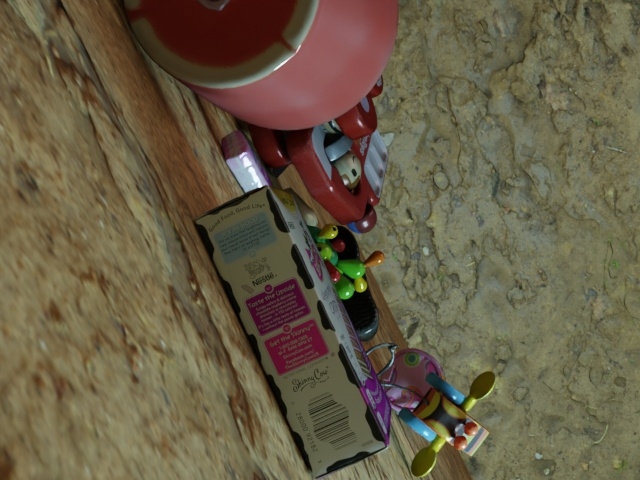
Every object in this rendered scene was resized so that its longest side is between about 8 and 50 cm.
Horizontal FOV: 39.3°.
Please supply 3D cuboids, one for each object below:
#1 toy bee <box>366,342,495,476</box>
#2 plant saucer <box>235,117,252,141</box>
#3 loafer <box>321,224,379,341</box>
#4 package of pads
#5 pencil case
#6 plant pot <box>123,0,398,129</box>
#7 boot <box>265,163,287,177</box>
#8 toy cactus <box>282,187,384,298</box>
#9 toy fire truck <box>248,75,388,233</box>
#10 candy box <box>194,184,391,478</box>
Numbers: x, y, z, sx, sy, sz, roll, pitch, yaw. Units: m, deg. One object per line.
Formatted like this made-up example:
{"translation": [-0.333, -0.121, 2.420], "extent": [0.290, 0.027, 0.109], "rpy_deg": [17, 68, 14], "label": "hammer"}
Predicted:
{"translation": [0.192, 0.291, 1.417], "extent": [0.298, 0.195, 0.162], "rpy_deg": [12, 16, -41], "label": "toy bee"}
{"translation": [-0.133, -0.250, 1.412], "extent": [0.199, 0.037, 0.200], "rpy_deg": [64, 4, -8], "label": "plant saucer"}
{"translation": [0.036, 0.073, 1.426], "extent": [0.078, 0.080, 0.220], "rpy_deg": [75, 0, -54], "label": "loafer"}
{"translation": [-0.087, -0.085, 1.071], "extent": [0.050, 0.032, 0.083], "rpy_deg": [-106, 170, -49], "label": "package of pads"}
{"translation": [0.185, 0.287, 1.665], "extent": [0.284, 0.124, 0.124], "rpy_deg": [56, 10, -67], "label": "pencil case"}
{"translation": [-0.069, -0.250, 0.931], "extent": [0.274, 0.275, 0.243], "rpy_deg": [65, 15, -2], "label": "plant pot"}
{"translation": [-0.083, -0.172, 1.507], "extent": [0.106, 0.082, 0.219], "rpy_deg": [39, 17, -1], "label": "boot"}
{"translation": [0.000, 0.000, 1.282], "extent": [0.180, 0.112, 0.219], "rpy_deg": [56, 12, 9], "label": "toy cactus"}
{"translation": [0.032, -0.150, 1.386], "extent": [0.253, 0.170, 0.302], "rpy_deg": [58, 25, -28], "label": "toy fire truck"}
{"translation": [-0.016, 0.072, 0.788], "extent": [0.233, 0.071, 0.159], "rpy_deg": [64, 5, 1], "label": "candy box"}
